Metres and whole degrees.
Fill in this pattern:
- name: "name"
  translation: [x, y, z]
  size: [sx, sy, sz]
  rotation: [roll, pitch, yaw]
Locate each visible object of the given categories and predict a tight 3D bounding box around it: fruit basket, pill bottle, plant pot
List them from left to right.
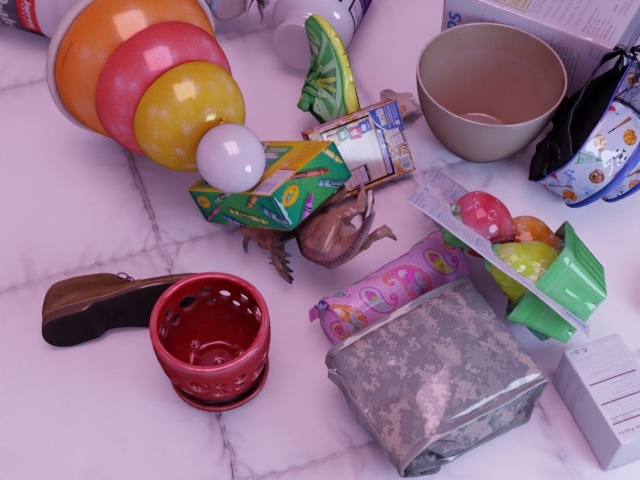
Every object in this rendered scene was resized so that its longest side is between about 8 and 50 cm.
- name: "pill bottle"
  translation: [-0.616, -0.556, 2.074]
  size: [0.363, 0.210, 0.210]
  rotation: [18, 55, 13]
- name: "plant pot"
  translation: [-0.175, 0.173, 1.559]
  size: [0.191, 0.174, 0.191]
  rotation: [1, 54, -1]
- name: "pill bottle"
  translation: [0.011, -0.521, 2.076]
  size: [0.182, 0.181, 0.323]
  rotation: [17, 55, 11]
- name: "plant pot"
  translation: [0.322, -0.263, 1.883]
  size: [0.284, 0.191, 0.284]
  rotation: [1, 53, -1]
- name: "fruit basket"
  translation: [0.307, 0.015, 1.623]
  size: [0.353, 0.165, 0.327]
  rotation: [31, 19, 5]

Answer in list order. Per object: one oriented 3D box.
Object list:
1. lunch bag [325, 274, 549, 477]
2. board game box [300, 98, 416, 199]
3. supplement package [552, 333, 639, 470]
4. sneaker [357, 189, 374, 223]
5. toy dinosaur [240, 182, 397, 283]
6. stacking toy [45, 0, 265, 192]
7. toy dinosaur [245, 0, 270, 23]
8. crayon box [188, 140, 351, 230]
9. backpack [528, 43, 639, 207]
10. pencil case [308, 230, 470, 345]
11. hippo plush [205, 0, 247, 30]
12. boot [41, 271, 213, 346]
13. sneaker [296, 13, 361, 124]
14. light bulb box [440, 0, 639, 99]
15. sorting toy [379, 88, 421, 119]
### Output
- name: "lunch bag"
  translation: [0.175, 0.228, 1.529]
  size: [0.287, 0.169, 0.235]
  rotation: [-22, 57, -22]
- name: "board game box"
  translation: [0.075, -0.173, 1.843]
  size: [0.194, 0.146, 0.045]
  rotation: [-22, 17, -17]
- name: "supplement package"
  translation: [0.472, 0.261, 1.547]
  size: [0.105, 0.105, 0.179]
  rotation: [-16, 56, -13]
- name: "sneaker"
  translation: [0.084, -0.061, 1.832]
  size: [0.035, 0.031, 0.083]
  rotation: [-3, 48, 14]
- name: "toy dinosaur"
  translation: [0.000, 0.000, 1.678]
  size: [0.200, 0.127, 0.296]
  rotation: [-35, 22, -21]
- name: "stacking toy"
  translation: [-0.254, -0.233, 1.730]
  size: [0.351, 0.350, 0.480]
  rotation: [-27, 53, -19]
- name: "toy dinosaur"
  translation: [-0.110, -0.605, 2.030]
  size: [0.121, 0.160, 0.313]
  rotation: [31, 35, -9]
- name: "crayon box"
  translation: [-0.097, -0.105, 1.737]
  size: [0.165, 0.081, 0.278]
  rotation: [-43, 28, -27]
- name: "backpack"
  translation: [0.526, -0.186, 1.803]
  size: [0.213, 0.276, 0.263]
  rotation: [39, 68, 0]
- name: "pencil case"
  translation: [0.123, 0.091, 1.661]
  size: [0.284, 0.124, 0.124]
  rotation: [-29, 59, -19]
- name: "hippo plush"
  translation: [-0.292, -0.600, 2.148]
  size: [0.294, 0.234, 0.236]
  rotation: [22, 23, -8]
- name: "boot"
  translation: [-0.336, 0.090, 1.669]
  size: [0.305, 0.112, 0.115]
  rotation: [-11, 44, -7]
- name: "sneaker"
  translation: [0.007, -0.306, 1.896]
  size: [0.124, 0.109, 0.295]
  rotation: [-13, 90, 3]
- name: "light bulb box"
  translation: [0.490, -0.492, 2.034]
  size: [0.361, 0.225, 0.358]
  rotation: [25, 58, 18]
- name: "sorting toy"
  translation: [0.175, -0.282, 1.990]
  size: [0.075, 0.045, 0.083]
  rotation: [-22, 56, -25]
